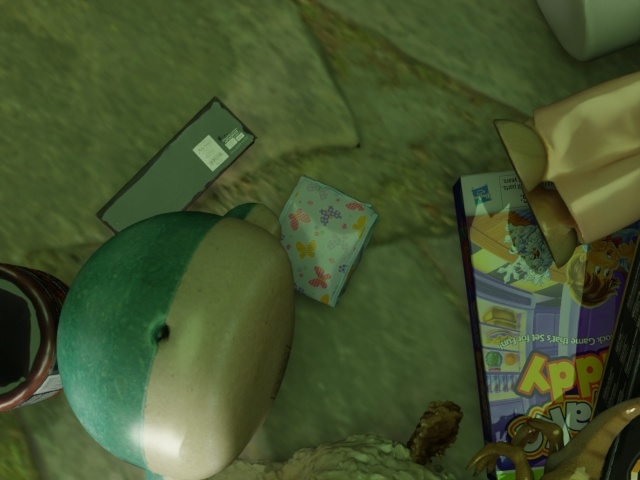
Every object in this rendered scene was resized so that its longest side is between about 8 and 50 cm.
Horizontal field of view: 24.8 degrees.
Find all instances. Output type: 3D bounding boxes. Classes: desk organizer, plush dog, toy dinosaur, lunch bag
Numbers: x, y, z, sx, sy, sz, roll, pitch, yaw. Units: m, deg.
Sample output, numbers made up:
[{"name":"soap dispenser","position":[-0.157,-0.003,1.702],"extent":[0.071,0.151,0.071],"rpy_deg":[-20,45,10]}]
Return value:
[{"name":"desk organizer","position":[-0.110,-0.047,1.133],"extent":[0.130,0.050,0.047],"rpy_deg":[-45,87,-2]},{"name":"plush dog","position":[0.018,0.235,0.997],"extent":[0.262,0.225,0.211],"rpy_deg":[36,121,2]},{"name":"toy dinosaur","position":[0.166,0.159,0.982],"extent":[0.112,0.064,0.212],"rpy_deg":[39,114,40]},{"name":"lunch bag","position":[0.000,0.000,1.128],"extent":[0.071,0.053,0.083],"rpy_deg":[24,96,5]}]

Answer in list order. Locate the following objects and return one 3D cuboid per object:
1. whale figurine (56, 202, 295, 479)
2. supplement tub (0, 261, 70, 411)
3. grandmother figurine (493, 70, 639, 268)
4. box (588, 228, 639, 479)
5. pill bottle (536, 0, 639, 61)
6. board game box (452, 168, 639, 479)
[{"name":"whale figurine","position":[-0.094,0.071,1.019],"extent":[0.141,0.272,0.216],"rpy_deg":[15,85,10]},{"name":"supplement tub","position":[-0.226,0.069,1.053],"extent":[0.106,0.198,0.106],"rpy_deg":[0,87,0]},{"name":"grandmother figurine","position":[0.303,-0.093,1.007],"extent":[0.342,0.104,0.208],"rpy_deg":[-24,129,7]},{"name":"box","position":[0.333,0.059,0.978],"extent":[0.257,0.079,0.322],"rpy_deg":[8,112,-4]},{"name":"pill bottle","position":[0.330,-0.272,1.066],"extent":[0.361,0.204,0.204],"rpy_deg":[-21,86,-1]},{"name":"board game box","position":[0.288,0.049,1.107],"extent":[0.347,0.078,0.233],"rpy_deg":[-7,86,0]}]
